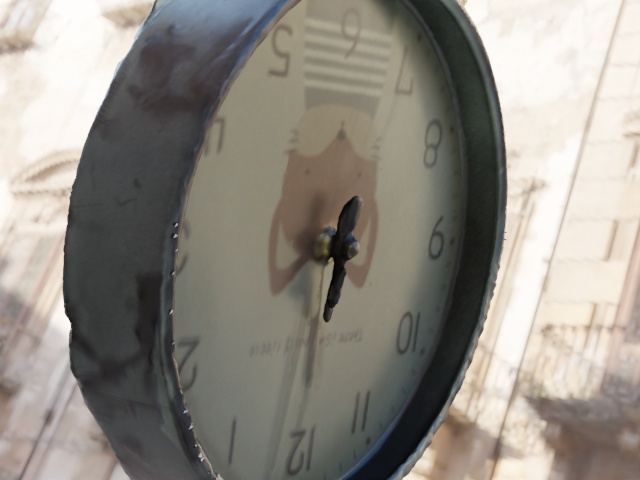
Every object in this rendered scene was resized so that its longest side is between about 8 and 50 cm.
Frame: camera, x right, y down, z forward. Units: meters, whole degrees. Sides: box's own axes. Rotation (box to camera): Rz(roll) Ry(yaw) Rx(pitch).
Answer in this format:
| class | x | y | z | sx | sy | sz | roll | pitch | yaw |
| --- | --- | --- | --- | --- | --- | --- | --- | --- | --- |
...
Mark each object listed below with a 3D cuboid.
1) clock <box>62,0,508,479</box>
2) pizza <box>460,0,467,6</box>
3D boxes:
| class | x | y | z | sx | sy | sz | roll | pitch | yaw |
| --- | --- | --- | --- | --- | --- | --- | --- | --- | --- |
| clock | 0.000 | 0.000 | 0.702 | 0.067 | 0.325 | 0.325 | 11 | -25 | 36 |
| pizza | 0.012 | -0.257 | 1.012 | 0.226 | 0.335 | 0.086 | 5 | -38 | -13 |
